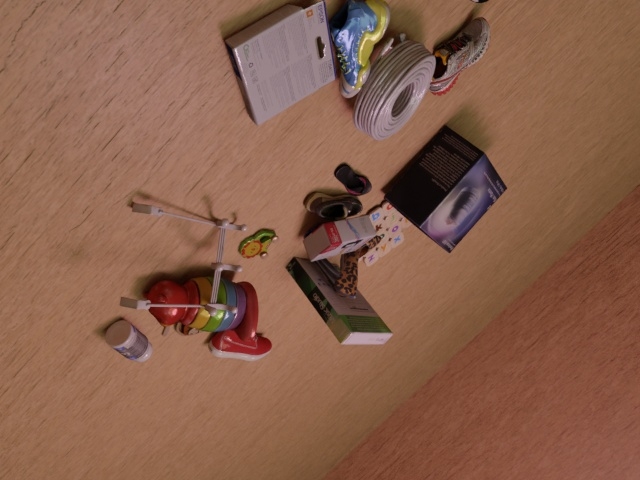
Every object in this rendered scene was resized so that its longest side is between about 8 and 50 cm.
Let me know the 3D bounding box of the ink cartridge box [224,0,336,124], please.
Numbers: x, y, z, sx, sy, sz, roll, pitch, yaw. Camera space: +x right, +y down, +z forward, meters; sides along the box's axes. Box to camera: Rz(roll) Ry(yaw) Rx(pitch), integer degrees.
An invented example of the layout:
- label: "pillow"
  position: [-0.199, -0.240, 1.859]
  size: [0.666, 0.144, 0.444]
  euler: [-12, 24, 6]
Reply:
- label: "ink cartridge box"
  position: [-0.078, -0.388, 1.321]
  size: [0.224, 0.045, 0.223]
  euler: [-32, 148, -13]

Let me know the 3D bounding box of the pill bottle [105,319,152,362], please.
- label: "pill bottle"
  position: [-0.515, 0.277, 1.658]
  size: [0.078, 0.078, 0.137]
  euler: [-35, 147, -7]

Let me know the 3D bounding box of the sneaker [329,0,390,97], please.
- label: "sneaker"
  position: [0.059, -0.439, 1.382]
  size: [0.126, 0.091, 0.240]
  euler: [4, 131, -24]

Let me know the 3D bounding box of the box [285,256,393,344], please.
- label: "box"
  position: [0.058, 0.189, 1.900]
  size: [0.232, 0.322, 0.058]
  euler: [12, 121, -51]

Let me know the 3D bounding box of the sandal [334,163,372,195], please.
- label: "sandal"
  position: [0.099, -0.164, 1.773]
  size: [0.067, 0.040, 0.179]
  euler: [-46, 147, 10]

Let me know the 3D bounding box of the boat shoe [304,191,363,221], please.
- label: "boat shoe"
  position: [0.050, -0.089, 1.785]
  size: [0.223, 0.073, 0.080]
  euler: [4, 128, -47]

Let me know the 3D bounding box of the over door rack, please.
- label: "over door rack"
  position: [-0.305, 0.056, 1.471]
  size: [0.324, 0.108, 0.239]
  euler: [11, 84, -52]

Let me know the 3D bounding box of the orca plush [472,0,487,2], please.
- label: "orca plush"
  position: [0.379, -0.653, 1.404]
  size: [0.151, 0.102, 0.287]
  euler: [-31, 146, -13]

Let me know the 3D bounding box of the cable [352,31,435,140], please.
- label: "cable"
  position: [0.186, -0.370, 1.520]
  size: [0.257, 0.089, 0.257]
  euler: [-57, 161, 20]

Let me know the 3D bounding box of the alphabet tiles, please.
- label: "alphabet tiles"
  position: [0.198, -0.026, 2.059]
  size: [0.284, 0.021, 0.278]
  euler: [-35, 148, -7]

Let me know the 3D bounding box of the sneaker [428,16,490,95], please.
- label: "sneaker"
  position: [0.354, -0.484, 1.599]
  size: [0.092, 0.088, 0.225]
  euler: [15, 119, -51]

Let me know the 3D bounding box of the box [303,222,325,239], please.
- label: "box"
  position: [0.000, 0.000, 1.886]
  size: [0.081, 0.028, 0.136]
  euler: [-37, 150, -4]

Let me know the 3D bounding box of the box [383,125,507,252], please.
- label: "box"
  position: [0.406, -0.151, 1.949]
  size: [0.294, 0.183, 0.296]
  euler: [-49, 146, 7]

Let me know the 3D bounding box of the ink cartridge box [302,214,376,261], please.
- label: "ink cartridge box"
  position: [0.057, -0.008, 1.802]
  size: [0.175, 0.072, 0.127]
  euler: [-12, 163, -35]

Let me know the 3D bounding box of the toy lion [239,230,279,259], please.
- label: "toy lion"
  position: [-0.178, 0.012, 1.723]
  size: [0.096, 0.034, 0.100]
  euler: [14, 120, -43]

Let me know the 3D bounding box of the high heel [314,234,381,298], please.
- label: "high heel"
  position: [0.129, 0.081, 1.920]
  size: [0.261, 0.186, 0.093]
  euler: [-22, 147, -28]

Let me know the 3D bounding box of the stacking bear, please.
- label: "stacking bear"
  position: [-0.329, 0.175, 1.656]
  size: [0.289, 0.175, 0.164]
  euler: [11, 92, -39]

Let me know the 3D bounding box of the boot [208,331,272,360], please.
- label: "boot"
  position: [-0.222, 0.298, 1.975]
  size: [0.244, 0.088, 0.176]
  euler: [13, 119, -47]

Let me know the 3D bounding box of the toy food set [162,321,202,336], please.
- label: "toy food set"
  position: [-0.364, 0.241, 1.802]
  size: [0.192, 0.038, 0.132]
  euler: [-6, 135, -41]
